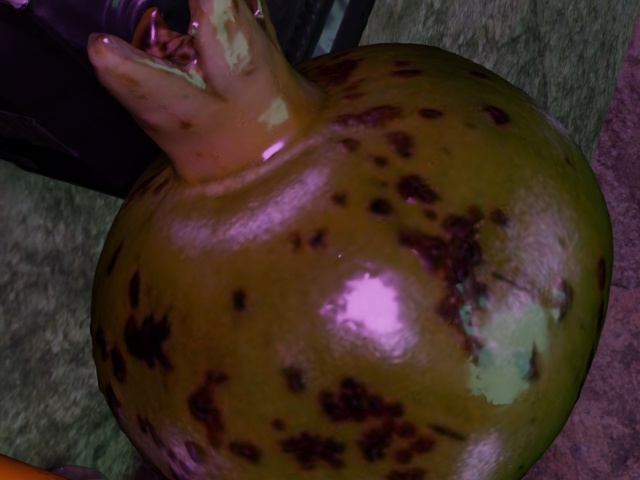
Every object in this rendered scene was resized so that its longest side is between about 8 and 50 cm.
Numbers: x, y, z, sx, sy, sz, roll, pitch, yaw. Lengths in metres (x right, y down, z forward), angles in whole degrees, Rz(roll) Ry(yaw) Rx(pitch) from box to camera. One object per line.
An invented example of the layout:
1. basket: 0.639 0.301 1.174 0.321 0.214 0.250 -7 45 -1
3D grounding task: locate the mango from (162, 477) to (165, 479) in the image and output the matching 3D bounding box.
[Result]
1. mango: -0.052 0.213 1.111 0.176 0.176 0.329 125 -31 -69

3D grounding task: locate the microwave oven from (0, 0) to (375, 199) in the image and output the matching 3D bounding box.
1. microwave oven: -0.089 -0.148 0.666 0.295 0.181 0.237 48 60 -68

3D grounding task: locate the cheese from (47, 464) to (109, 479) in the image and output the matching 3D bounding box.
1. cheese: -0.174 0.229 0.938 0.092 0.048 0.171 11 96 -70

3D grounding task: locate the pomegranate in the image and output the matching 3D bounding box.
1. pomegranate: 0.000 0.000 0.566 0.263 0.211 0.211 57 45 -27

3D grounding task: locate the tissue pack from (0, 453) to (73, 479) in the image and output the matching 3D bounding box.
1. tissue pack: -0.131 0.241 0.571 0.228 0.382 0.293 67 44 -65
